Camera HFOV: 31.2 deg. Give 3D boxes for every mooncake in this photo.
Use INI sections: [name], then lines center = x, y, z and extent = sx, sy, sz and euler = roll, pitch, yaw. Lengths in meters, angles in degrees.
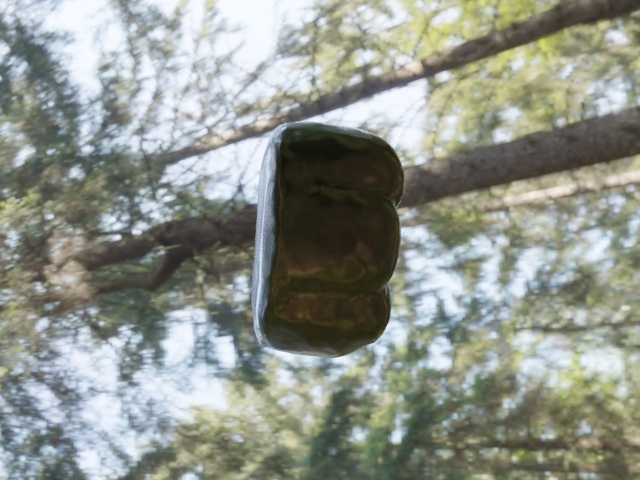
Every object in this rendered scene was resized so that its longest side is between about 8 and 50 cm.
[mooncake]
center = 0.000, 0.000, 0.834
extent = 0.104, 0.175, 0.168
euler = 2, -140, -11
